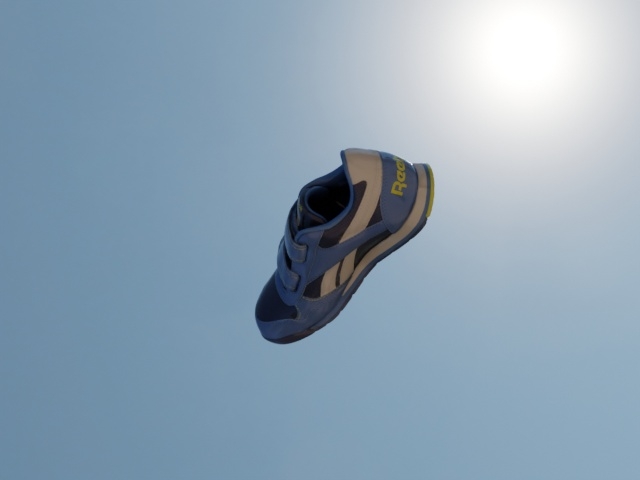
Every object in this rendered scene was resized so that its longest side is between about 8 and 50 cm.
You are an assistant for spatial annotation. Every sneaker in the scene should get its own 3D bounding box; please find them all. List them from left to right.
[{"bbox_3d":[0.000,0.000,0.875,0.059,0.053,0.144,21,-55,-31],"label":"sneaker"}]
